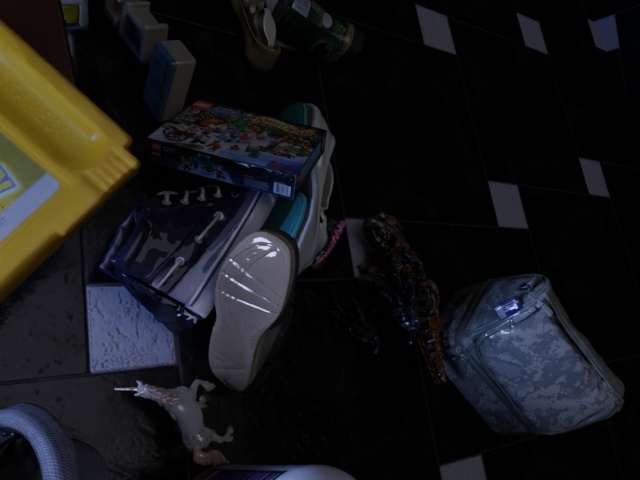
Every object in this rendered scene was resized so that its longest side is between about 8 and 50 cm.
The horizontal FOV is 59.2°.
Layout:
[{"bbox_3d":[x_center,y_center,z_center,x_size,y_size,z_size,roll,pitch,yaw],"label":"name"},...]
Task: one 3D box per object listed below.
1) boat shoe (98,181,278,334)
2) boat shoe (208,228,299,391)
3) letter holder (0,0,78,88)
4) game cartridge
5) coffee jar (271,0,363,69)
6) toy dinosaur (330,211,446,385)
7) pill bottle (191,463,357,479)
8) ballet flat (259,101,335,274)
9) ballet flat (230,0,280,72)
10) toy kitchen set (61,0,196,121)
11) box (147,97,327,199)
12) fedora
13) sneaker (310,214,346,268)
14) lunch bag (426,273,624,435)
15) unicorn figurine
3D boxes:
[{"bbox_3d":[-0.182,-0.044,0.844,0.158,0.127,0.340,41,54,-26],"label":"boat shoe"},{"bbox_3d":[-0.087,0.092,0.796,0.103,0.285,0.092,28,34,16],"label":"boat shoe"},{"bbox_3d":[-0.427,-0.163,0.699,0.214,0.152,0.301,-8,77,-36],"label":"letter holder"},{"bbox_3d":[-0.394,-0.076,0.576,0.285,0.053,0.323,42,68,-9],"label":"game cartridge"},{"bbox_3d":[-0.006,-0.425,1.143,0.184,0.096,0.079,23,63,-29],"label":"coffee jar"},{"bbox_3d":[0.161,0.102,1.041,0.322,0.164,0.218,48,31,15],"label":"toy dinosaur"},{"bbox_3d":[-0.049,0.360,0.663,0.182,0.323,0.181,14,65,-32],"label":"pill bottle"},{"bbox_3d":[-0.035,-0.059,0.973,0.139,0.139,0.400,25,58,-27],"label":"ballet flat"},{"bbox_3d":[-0.120,-0.437,1.078,0.080,0.073,0.232,-9,78,-39],"label":"ballet flat"},{"bbox_3d":[-0.326,-0.287,0.865,0.166,0.122,0.207,-23,67,-39],"label":"toy kitchen set"},{"bbox_3d":[-0.124,-0.148,0.877,0.233,0.044,0.159,15,39,9],"label":"box"},{"bbox_3d":[-0.307,0.317,0.588,0.124,0.244,0.275,38,39,-55],"label":"fedora"},{"bbox_3d":[0.000,0.000,1.026,0.057,0.047,0.119,30,54,0],"label":"sneaker"},{"bbox_3d":[0.398,0.217,1.092,0.305,0.256,0.212,51,51,-9],"label":"lunch bag"},{"bbox_3d":[-0.183,0.234,0.770,0.162,0.060,0.111,43,14,25],"label":"unicorn figurine"}]
